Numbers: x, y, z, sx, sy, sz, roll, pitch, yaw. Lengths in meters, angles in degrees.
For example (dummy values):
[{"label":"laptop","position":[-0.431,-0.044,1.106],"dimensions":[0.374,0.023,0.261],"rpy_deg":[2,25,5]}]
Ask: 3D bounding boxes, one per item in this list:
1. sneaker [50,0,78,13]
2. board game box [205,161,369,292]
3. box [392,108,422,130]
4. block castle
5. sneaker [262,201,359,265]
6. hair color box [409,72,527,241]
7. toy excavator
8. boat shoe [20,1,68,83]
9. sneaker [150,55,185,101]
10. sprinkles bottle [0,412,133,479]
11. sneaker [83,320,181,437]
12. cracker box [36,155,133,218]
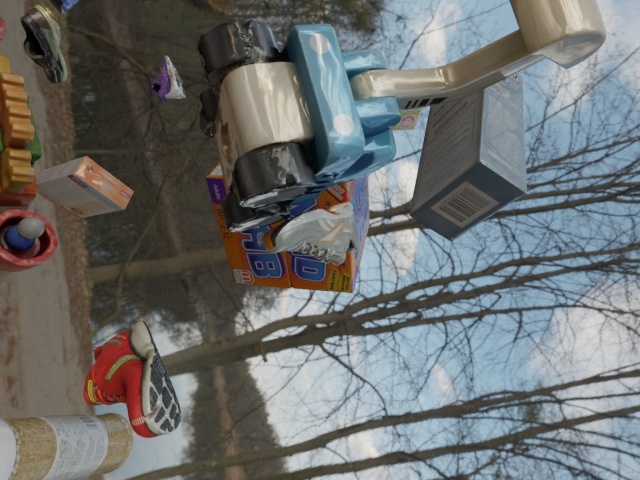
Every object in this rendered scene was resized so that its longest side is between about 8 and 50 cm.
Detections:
[{"label":"sneaker","position":[-0.697,-0.777,1.257],"dimensions":[0.129,0.147,0.329],"rpy_deg":[63,21,-53]},{"label":"board game box","position":[-0.060,-0.106,1.273],"dimensions":[0.356,0.357,0.356],"rpy_deg":[-70,159,-51]},{"label":"box","position":[0.157,-0.359,1.145],"dimensions":[0.114,0.203,0.103],"rpy_deg":[104,-28,-50]},{"label":"block castle","position":[-0.562,-0.151,0.585],"dimensions":[0.213,0.303,0.452],"rpy_deg":[-26,-102,34]},{"label":"sneaker","position":[0.000,0.000,0.884],"dimensions":[0.099,0.263,0.120],"rpy_deg":[-24,-93,42]},{"label":"hair color box","position":[0.302,-0.201,0.887],"dimensions":[0.185,0.114,0.374],"rpy_deg":[-43,-158,49]},{"label":"toy excavator","position":[0.073,-0.198,0.624],"dimensions":[0.433,0.446,0.222],"rpy_deg":[149,-75,-69]},{"label":"boat shoe","position":[-0.440,-0.304,0.693],"dimensions":[0.056,0.049,0.152],"rpy_deg":[45,-32,3]},{"label":"sneaker","position":[-0.377,-0.389,1.059],"dimensions":[0.068,0.071,0.169],"rpy_deg":[69,-3,-45]},{"label":"sprinkles bottle","position":[-0.479,0.368,0.767],"dimensions":[0.355,0.121,0.121],"rpy_deg":[61,11,-67]},{"label":"sneaker","position":[-0.292,0.221,0.663],"dimensions":[0.279,0.119,0.107],"rpy_deg":[19,-51,60]},{"label":"cracker box","position":[-0.654,-0.139,1.202],"dimensions":[0.155,0.233,0.067],"rpy_deg":[48,48,-45]}]
